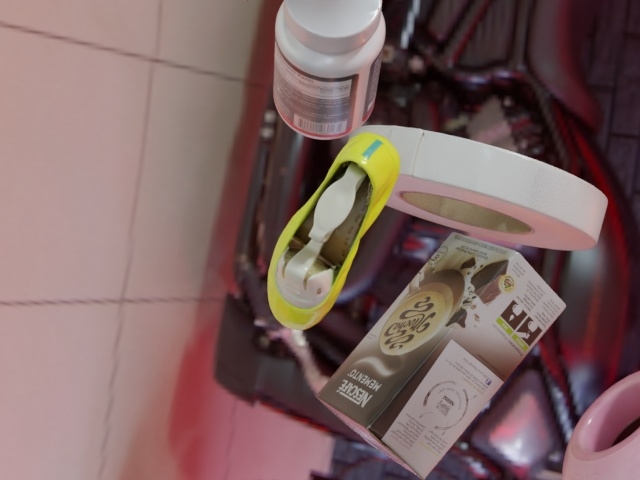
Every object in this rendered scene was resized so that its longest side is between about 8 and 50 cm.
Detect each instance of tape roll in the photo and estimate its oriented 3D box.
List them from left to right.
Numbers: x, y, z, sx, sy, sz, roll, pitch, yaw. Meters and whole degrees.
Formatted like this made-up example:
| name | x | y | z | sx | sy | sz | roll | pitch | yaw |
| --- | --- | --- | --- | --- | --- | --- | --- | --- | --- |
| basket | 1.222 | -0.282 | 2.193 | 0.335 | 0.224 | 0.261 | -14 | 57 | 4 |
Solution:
| name | x | y | z | sx | sy | sz | roll | pitch | yaw |
| --- | --- | --- | --- | --- | --- | --- | --- | --- | --- |
| tape roll | 0.219 | -0.072 | 2.007 | 0.392 | 0.392 | 0.072 | 26 | 79 | -61 |

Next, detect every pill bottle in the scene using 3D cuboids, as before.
| name | x | y | z | sx | sy | sz | roll | pitch | yaw |
| --- | --- | --- | --- | --- | --- | --- | --- | --- | --- |
| pill bottle | 0.012 | -0.282 | 2.043 | 0.283 | 0.161 | 0.161 | 97 | 15 | -65 |

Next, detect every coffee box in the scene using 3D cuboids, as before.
| name | x | y | z | sx | sy | sz | roll | pitch | yaw |
| --- | --- | --- | --- | --- | --- | --- | --- | --- | --- |
| coffee box | 0.155 | 0.145 | 1.816 | 0.119 | 0.168 | 0.297 | 45 | 80 | -24 |

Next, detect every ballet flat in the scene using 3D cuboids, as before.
| name | x | y | z | sx | sy | sz | roll | pitch | yaw |
| --- | --- | --- | --- | --- | --- | --- | --- | --- | --- |
| ballet flat | 0.000 | 0.000 | 1.297 | 0.231 | 0.077 | 0.077 | -61 | 173 | 28 |

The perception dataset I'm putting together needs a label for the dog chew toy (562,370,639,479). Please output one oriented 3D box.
| name | x | y | z | sx | sy | sz | roll | pitch | yaw |
| --- | --- | --- | --- | --- | --- | --- | --- | --- | --- |
| dog chew toy | 0.372 | 0.267 | 1.243 | 0.332 | 0.206 | 0.206 | 46 | 49 | -13 |
